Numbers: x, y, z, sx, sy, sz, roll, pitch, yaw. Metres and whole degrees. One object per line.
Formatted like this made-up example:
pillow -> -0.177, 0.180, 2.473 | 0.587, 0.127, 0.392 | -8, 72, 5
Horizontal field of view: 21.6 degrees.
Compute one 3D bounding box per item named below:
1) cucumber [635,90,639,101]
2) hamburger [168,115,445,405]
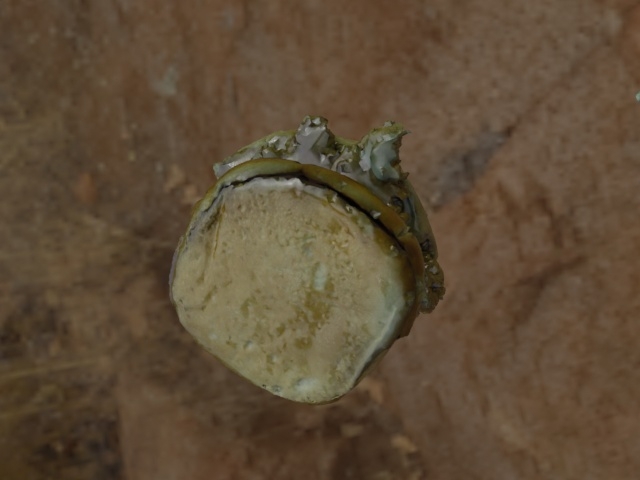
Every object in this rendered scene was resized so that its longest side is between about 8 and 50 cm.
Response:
cucumber -> 0.129, -0.010, 0.232 | 0.168, 0.039, 0.039 | 13, 110, 19
hamburger -> 0.000, 0.000, 1.000 | 0.159, 0.131, 0.185 | 37, 119, 3
